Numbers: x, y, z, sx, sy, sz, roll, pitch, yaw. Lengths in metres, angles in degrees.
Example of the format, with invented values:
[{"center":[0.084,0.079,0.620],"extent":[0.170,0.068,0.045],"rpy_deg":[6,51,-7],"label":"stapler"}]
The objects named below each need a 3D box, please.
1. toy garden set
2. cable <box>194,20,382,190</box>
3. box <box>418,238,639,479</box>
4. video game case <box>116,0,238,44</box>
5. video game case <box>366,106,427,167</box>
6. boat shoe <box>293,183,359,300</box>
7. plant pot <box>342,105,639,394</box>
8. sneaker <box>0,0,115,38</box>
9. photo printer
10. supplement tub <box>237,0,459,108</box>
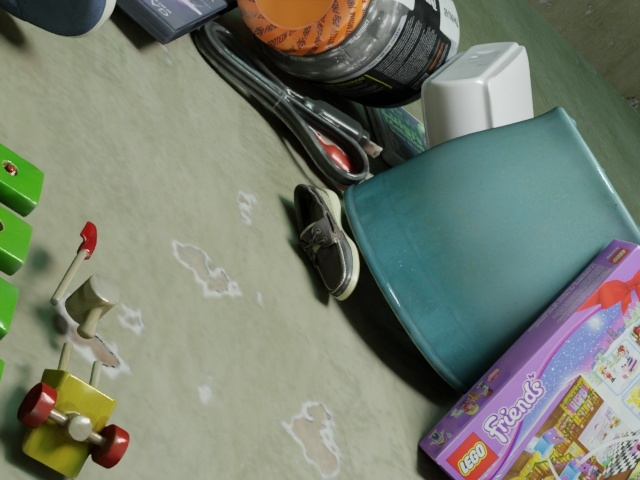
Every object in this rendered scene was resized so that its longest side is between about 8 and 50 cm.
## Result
[{"center":[-0.216,0.035,0.745],"extent":[0.204,0.049,0.244],"rpy_deg":[36,27,-27],"label":"toy garden set"},{"center":[-0.039,-0.143,1.343],"extent":[0.287,0.072,0.139],"rpy_deg":[30,36,-16],"label":"cable"},{"center":[0.271,0.172,1.133],"extent":[0.201,0.293,0.057],"rpy_deg":[46,-4,-14],"label":"box"},{"center":[-0.199,-0.320,1.287],"extent":[0.196,0.026,0.274],"rpy_deg":[41,25,-4],"label":"video game case"},{"center":[0.141,-0.135,1.671],"extent":[0.190,0.022,0.173],"rpy_deg":[33,29,-37],"label":"video game case"},{"center":[0.000,0.000,1.187],"extent":[0.049,0.056,0.152],"rpy_deg":[20,33,-32],"label":"boat shoe"},{"center":[0.204,-0.010,1.246],"extent":[0.271,0.255,0.271],"rpy_deg":[53,15,-20],"label":"plant pot"},{"center":[-0.328,-0.277,0.913],"extent":[0.350,0.131,0.148],"rpy_deg":[39,32,-14],"label":"sneaker"},{"center":[0.221,-0.089,1.495],"extent":[0.256,0.107,0.307],"rpy_deg":[-43,129,-61],"label":"photo printer"},{"center":[0.039,-0.292,1.446],"extent":[0.207,0.207,0.338],"rpy_deg":[58,18,14],"label":"supplement tub"}]
